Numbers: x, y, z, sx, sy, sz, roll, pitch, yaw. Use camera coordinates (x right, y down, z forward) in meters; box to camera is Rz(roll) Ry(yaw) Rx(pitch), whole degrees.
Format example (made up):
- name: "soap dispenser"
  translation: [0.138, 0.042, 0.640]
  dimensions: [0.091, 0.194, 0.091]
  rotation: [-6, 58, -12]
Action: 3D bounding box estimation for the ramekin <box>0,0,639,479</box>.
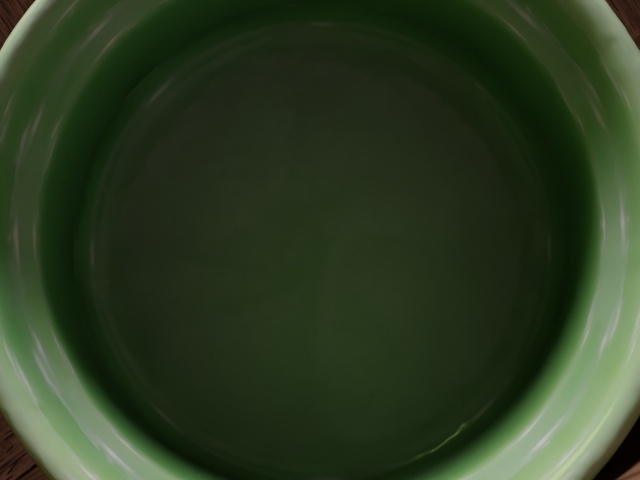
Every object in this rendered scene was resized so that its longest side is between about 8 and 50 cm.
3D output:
- name: "ramekin"
  translation: [0.000, 0.000, 0.702]
  dimensions: [0.303, 0.303, 0.148]
  rotation: [-35, -4, -2]
